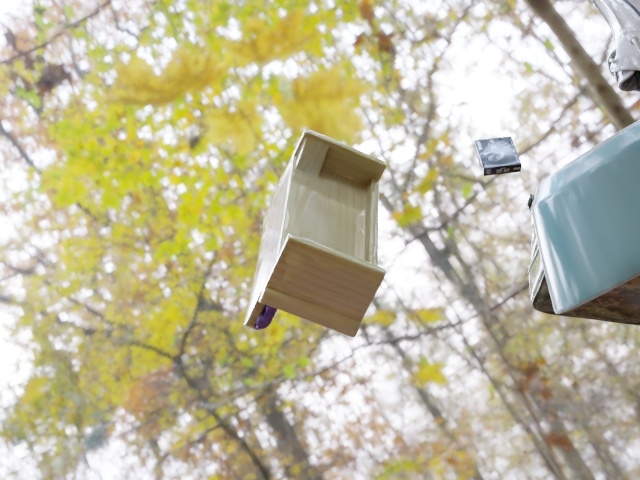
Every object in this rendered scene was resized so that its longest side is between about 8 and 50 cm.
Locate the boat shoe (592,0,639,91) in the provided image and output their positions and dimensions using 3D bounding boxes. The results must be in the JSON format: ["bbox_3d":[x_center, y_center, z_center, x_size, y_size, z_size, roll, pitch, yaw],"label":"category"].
[{"bbox_3d":[0.384,-0.213,1.275,0.084,0.258,0.095,-34,-28,7],"label":"boat shoe"}]

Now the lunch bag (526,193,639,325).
[{"bbox_3d":[0.577,0.012,2.185,0.305,0.256,0.212,6,-37,-2],"label":"lunch bag"}]

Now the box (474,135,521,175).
[{"bbox_3d":[0.307,-0.147,1.868,0.067,0.083,0.018,-6,-49,0],"label":"box"}]

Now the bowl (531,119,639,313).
[{"bbox_3d":[0.402,-0.051,1.407,0.311,0.163,0.311,-30,-7,-4],"label":"bowl"}]

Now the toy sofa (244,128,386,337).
[{"bbox_3d":[0.000,0.000,1.627,0.150,0.362,0.177,21,-61,-9],"label":"toy sofa"}]
